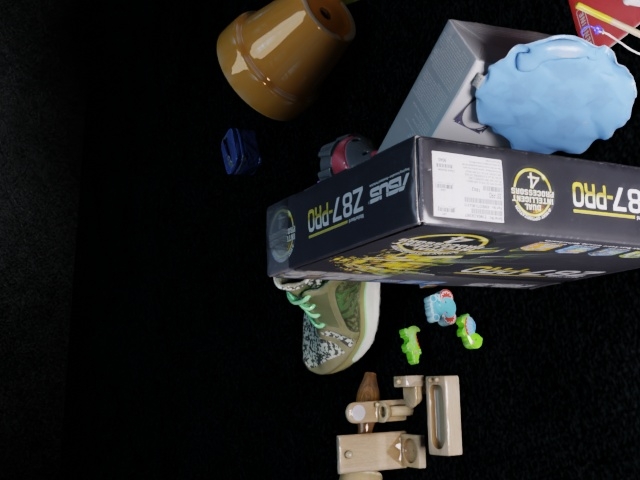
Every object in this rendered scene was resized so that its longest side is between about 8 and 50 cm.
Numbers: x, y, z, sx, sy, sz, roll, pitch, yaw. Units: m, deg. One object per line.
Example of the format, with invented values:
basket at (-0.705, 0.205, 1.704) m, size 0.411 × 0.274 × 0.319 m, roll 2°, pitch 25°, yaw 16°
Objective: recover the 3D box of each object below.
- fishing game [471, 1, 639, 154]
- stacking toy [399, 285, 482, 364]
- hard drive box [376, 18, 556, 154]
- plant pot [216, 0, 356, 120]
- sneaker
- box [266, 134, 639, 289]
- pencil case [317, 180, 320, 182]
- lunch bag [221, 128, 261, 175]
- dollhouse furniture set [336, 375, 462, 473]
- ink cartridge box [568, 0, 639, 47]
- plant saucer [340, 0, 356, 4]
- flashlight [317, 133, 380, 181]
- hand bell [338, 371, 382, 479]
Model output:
fishing game at (0.273, -0.172, 1.199) m, size 0.264 × 0.189 × 0.041 m, roll 122°, pitch 160°, yaw -47°
stacking toy at (0.172, 0.063, 1.494) m, size 0.167 × 0.052 × 0.221 m, roll -26°, pitch 68°, yaw 60°
hard drive box at (0.203, -0.157, 1.314) m, size 0.232 × 0.181 × 0.089 m, roll -63°, pitch 38°, yaw 39°
plant pot at (-0.045, -0.345, 1.782) m, size 0.188 × 0.205 × 0.205 m, roll -36°, pitch 56°, yaw 36°
sneaker at (-0.004, 0.057, 1.570) m, size 0.158 × 0.182 × 0.410 m, roll 54°, pitch 143°, yaw 39°
box at (0.182, -0.016, 1.122) m, size 0.318 × 0.395 × 0.097 m, roll -16°, pitch 72°, yaw 59°
pencil case at (0.000, 0.000, 1.762) m, size 0.088 × 0.086 × 0.206 m, roll 39°, pitch 122°, yaw 40°
lunch bag at (-0.169, -0.187, 2.102) m, size 0.067 × 0.065 × 0.098 m, roll -51°, pitch 46°, yaw 47°
dollhouse furniture set at (0.113, 0.273, 1.503) m, size 0.151 × 0.123 × 0.144 m, roll -14°, pitch 76°, yaw 60°
ink cartridge box at (0.346, -0.399, 1.193) m, size 0.261 × 0.066 × 0.296 m, roll -38°, pitch 55°, yaw 53°
plant saucer at (0.019, -0.511, 1.808) m, size 0.188 × 0.045 × 0.188 m, roll 2°, pitch 90°, yaw 61°
flashlight at (0.113, -0.130, 1.569) m, size 0.304 × 0.103 × 0.103 m, roll -8°, pitch 107°, yaw 57°
hand bell at (0.070, 0.331, 1.627) m, size 0.126 × 0.126 × 0.242 m, roll -25°, pitch 55°, yaw 58°
